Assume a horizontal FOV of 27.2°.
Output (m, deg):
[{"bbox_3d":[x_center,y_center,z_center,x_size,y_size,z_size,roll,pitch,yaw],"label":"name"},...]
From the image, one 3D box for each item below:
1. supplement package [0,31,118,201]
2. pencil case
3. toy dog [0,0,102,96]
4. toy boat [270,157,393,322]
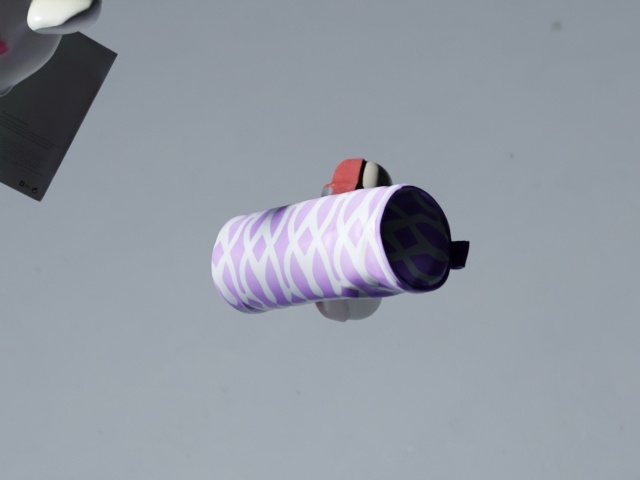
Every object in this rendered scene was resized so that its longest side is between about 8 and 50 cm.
[{"bbox_3d":[-0.390,-0.185,1.591,0.203,0.194,0.149,-63,28,-4],"label":"supplement package"},{"bbox_3d":[0.006,0.012,1.003,0.206,0.088,0.086,-8,58,48],"label":"pencil case"},{"bbox_3d":[-0.313,-0.279,0.988,0.284,0.408,0.395,-30,57,-15],"label":"toy dog"},{"bbox_3d":[0.000,0.000,1.461,0.151,0.231,0.151,8,72,6],"label":"toy boat"}]
